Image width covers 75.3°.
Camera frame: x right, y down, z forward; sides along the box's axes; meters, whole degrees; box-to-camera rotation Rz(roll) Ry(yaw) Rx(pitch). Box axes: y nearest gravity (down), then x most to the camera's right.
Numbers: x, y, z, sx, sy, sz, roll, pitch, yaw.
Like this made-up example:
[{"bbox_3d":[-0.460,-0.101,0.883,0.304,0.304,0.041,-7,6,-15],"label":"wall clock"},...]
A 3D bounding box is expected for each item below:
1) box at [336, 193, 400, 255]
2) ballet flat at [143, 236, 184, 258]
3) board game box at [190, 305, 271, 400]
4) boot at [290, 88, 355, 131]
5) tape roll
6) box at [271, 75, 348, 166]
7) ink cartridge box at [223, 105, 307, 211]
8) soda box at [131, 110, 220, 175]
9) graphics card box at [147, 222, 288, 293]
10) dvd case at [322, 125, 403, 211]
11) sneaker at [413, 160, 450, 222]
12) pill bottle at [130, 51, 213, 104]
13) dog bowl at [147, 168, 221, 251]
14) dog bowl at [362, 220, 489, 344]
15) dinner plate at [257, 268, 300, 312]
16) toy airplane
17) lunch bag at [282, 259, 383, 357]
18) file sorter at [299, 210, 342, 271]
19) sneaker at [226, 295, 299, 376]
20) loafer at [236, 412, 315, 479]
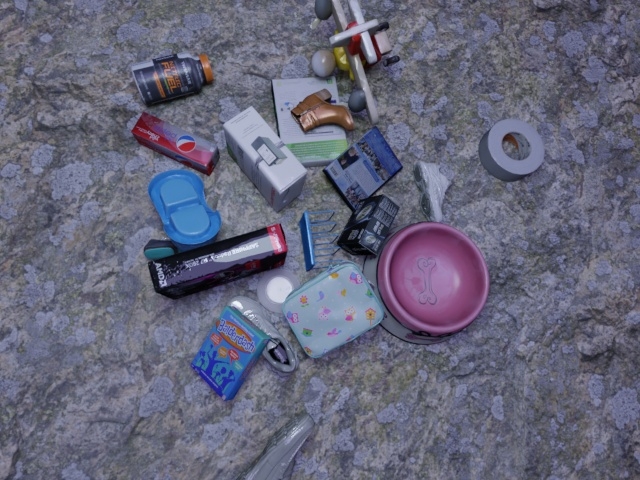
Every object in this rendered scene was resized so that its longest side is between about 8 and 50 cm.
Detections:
[{"bbox_3d":[0.151,-0.047,1.332,0.077,0.147,0.180,35,74,-21],"label":"box"},{"bbox_3d":[-0.442,0.019,1.289,0.202,0.074,0.074,-1,77,-3],"label":"ballet flat"},{"bbox_3d":[-0.260,0.319,1.187,0.160,0.047,0.210,33,94,26],"label":"board game box"},{"bbox_3d":[0.008,-0.406,1.391,0.152,0.073,0.197,-36,72,-16],"label":"boot"},{"bbox_3d":[0.698,-0.330,1.519,0.218,0.072,0.220,2,76,-8],"label":"tape roll"},{"bbox_3d":[-0.039,-0.414,1.452,0.232,0.058,0.323,-6,76,-9],"label":"box"},{"bbox_3d":[-0.176,-0.249,1.319,0.114,0.198,0.273,-38,85,-15],"label":"ink cartridge box"},{"bbox_3d":[-0.466,-0.312,1.351,0.263,0.092,0.084,24,76,-1],"label":"soda box"},{"bbox_3d":[-0.283,0.067,1.212,0.370,0.233,0.094,-16,80,-12],"label":"graphics card box"},{"bbox_3d":[0.149,-0.245,1.421,0.253,0.022,0.180,-42,107,-15],"label":"dvd case"},{"bbox_3d":[0.403,-0.171,1.435,0.115,0.090,0.233,-6,78,-12],"label":"sneaker"},{"bbox_3d":[-0.486,-0.549,1.386,0.245,0.130,0.131,-20,80,-12],"label":"pill bottle"},{"bbox_3d":[-0.414,-0.088,1.272,0.165,0.074,0.297,-21,61,-24],"label":"dog bowl"},{"bbox_3d":[0.345,0.123,1.324,0.407,0.150,0.409,2,76,-8],"label":"dog bowl"},{"bbox_3d":[-0.132,0.158,1.322,0.141,0.017,0.141,2,77,-9],"label":"dinner plate"},{"bbox_3d":[0.087,-0.614,1.348,0.272,0.384,0.387,-17,55,22],"label":"toy airplane"},{"bbox_3d":[0.037,0.196,1.249,0.279,0.108,0.224,-31,89,4],"label":"lunch bag"},{"bbox_3d":[0.000,0.000,1.326,0.104,0.118,0.171,-6,77,-13],"label":"file sorter"},{"bbox_3d":[-0.169,0.278,1.237,0.110,0.118,0.292,-43,84,-13],"label":"sneaker"},{"bbox_3d":[-0.121,0.631,1.167,0.111,0.112,0.319,43,83,-1],"label":"loafer"}]
